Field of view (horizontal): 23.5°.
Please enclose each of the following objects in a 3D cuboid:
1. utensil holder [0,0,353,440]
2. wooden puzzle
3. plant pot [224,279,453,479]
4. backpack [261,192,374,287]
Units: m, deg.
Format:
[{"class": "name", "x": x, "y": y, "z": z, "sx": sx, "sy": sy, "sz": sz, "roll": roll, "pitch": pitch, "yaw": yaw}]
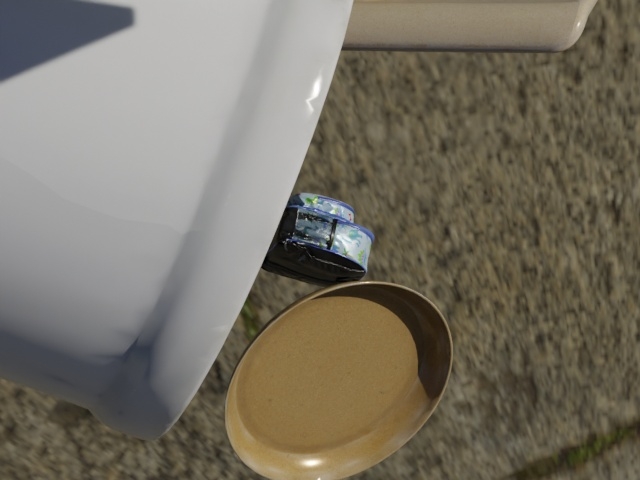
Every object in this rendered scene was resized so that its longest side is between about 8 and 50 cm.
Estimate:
[{"class": "utensil holder", "x": -0.216, "y": -0.107, "z": 0.848, "sx": 0.385, "sy": 0.327, "sz": 0.328, "roll": 21, "pitch": 74, "yaw": -11}, {"class": "wooden puzzle", "x": 0.149, "y": -0.303, "z": 1.641, "sx": 0.322, "sy": 0.081, "sz": 0.348, "roll": 4, "pitch": 31, "yaw": 19}, {"class": "plant pot", "x": 0.014, "y": 0.132, "z": 1.469, "sx": 0.236, "sy": 0.236, "sz": 0.032, "roll": -34, "pitch": 39, "yaw": -2}, {"class": "backpack", "x": 0.000, "y": 0.000, "z": 1.711, "sx": 0.114, "sy": 0.105, "sz": 0.084, "roll": 20, "pitch": 67, "yaw": -13}]
